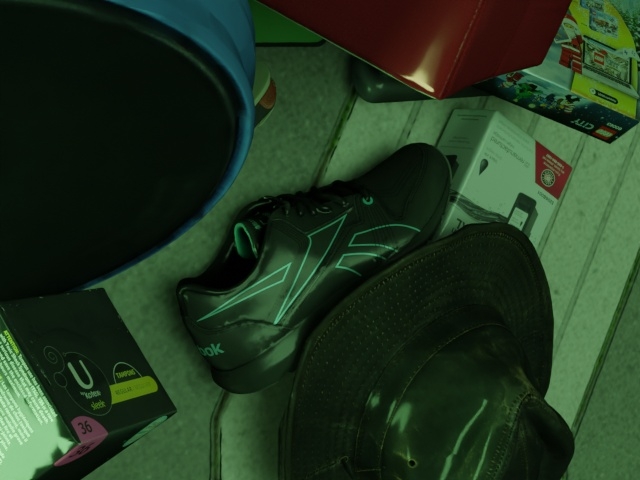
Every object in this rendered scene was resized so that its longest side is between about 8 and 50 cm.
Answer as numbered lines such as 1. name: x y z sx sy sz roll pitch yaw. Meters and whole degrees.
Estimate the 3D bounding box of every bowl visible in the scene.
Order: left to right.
1. bowl: -0.219 -0.053 0.647 0.391 0.391 0.077 -1 62 -33

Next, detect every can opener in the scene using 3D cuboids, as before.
1. can opener: 0.149 -0.179 1.060 0.283 0.076 0.095 -8 68 -32

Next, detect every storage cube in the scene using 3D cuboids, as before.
1. storage cube: 0.076 -0.226 0.785 0.184 0.215 0.193 -27 145 -56

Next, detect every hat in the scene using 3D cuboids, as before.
1. hat: 0.120 0.158 0.977 0.331 0.134 0.331 -20 127 -30

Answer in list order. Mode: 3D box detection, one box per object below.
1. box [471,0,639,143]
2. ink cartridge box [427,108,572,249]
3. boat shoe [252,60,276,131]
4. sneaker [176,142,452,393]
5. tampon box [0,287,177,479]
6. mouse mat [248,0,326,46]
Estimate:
1. box: 0.158 -0.192 0.995 0.233 0.044 0.159 20 59 -18
2. ink cartridge box: 0.140 -0.024 1.063 0.109 0.063 0.150 31 79 -32
3. boat shoe: -0.082 -0.078 0.924 0.137 0.049 0.043 -52 158 -17
4. sneaker: 0.000 0.000 0.954 0.267 0.101 0.106 -45 115 -21
5. tampon box: -0.199 0.118 0.767 0.101 0.161 0.120 57 20 10
6. mouse mat: -0.073 -0.225 0.933 0.190 0.007 0.152 -6 99 -33
